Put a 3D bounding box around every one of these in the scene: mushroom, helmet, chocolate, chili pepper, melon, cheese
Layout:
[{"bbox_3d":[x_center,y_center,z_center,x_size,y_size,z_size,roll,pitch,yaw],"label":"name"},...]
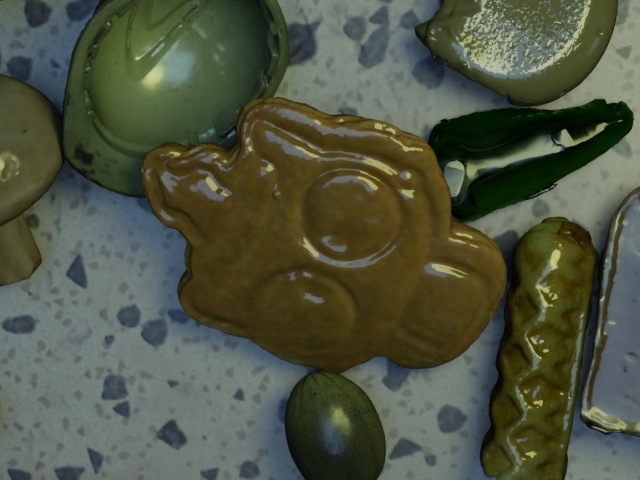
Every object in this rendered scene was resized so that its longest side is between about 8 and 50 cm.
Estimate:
[{"bbox_3d":[-0.334,-0.049,1.146,0.207,0.207,0.215,-18,122,4],"label":"mushroom"},{"bbox_3d":[-0.154,-0.183,1.145,0.204,0.137,0.257,19,118,-34],"label":"helmet"},{"bbox_3d":[0.353,0.070,1.153,0.161,0.083,0.261,12,93,17],"label":"chocolate"},{"bbox_3d":[0.205,-0.095,1.165,0.216,0.062,0.108,-20,91,2],"label":"chili pepper"},{"bbox_3d":[0.015,0.193,1.166,0.098,0.098,0.131,-16,98,3],"label":"melon"},{"bbox_3d":[0.206,-0.235,1.145,0.175,0.091,0.202,28,92,2],"label":"cheese"}]

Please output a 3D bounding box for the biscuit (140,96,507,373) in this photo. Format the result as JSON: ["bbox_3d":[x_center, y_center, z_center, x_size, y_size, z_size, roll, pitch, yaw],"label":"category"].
[{"bbox_3d":[0.000,0.002,1.137,0.376,0.051,0.269,22,111,-6],"label":"biscuit"}]

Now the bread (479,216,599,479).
[{"bbox_3d":[0.218,0.110,1.153,0.098,0.087,0.269,8,93,-25],"label":"bread"}]
